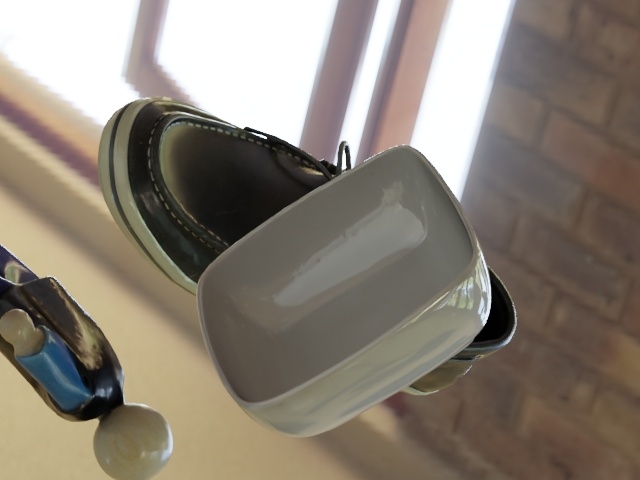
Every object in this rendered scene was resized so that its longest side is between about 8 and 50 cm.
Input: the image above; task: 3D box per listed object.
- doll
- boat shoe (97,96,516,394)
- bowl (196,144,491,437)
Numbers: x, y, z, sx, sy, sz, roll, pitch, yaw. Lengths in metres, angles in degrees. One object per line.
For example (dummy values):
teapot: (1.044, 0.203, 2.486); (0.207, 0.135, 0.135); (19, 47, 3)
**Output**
doll: (-0.136, 0.038, 0.892); (0.189, 0.046, 0.129); (45, -177, 11)
boat shoe: (0.000, 0.000, 1.791); (0.500, 0.156, 0.187); (33, -127, -36)
bowl: (0.015, 0.031, 0.921); (0.142, 0.053, 0.142); (-32, -148, 4)
